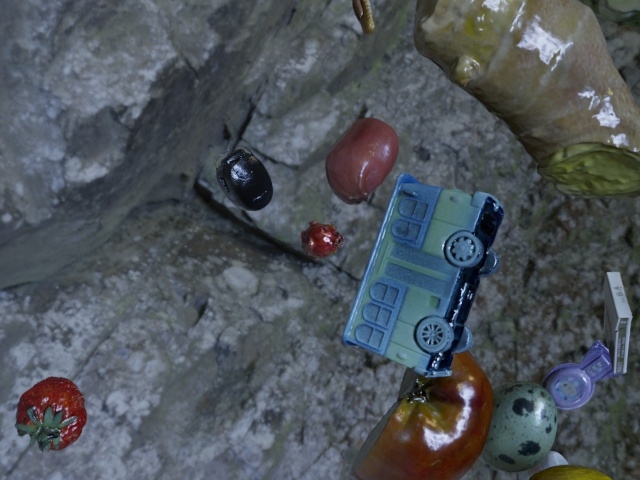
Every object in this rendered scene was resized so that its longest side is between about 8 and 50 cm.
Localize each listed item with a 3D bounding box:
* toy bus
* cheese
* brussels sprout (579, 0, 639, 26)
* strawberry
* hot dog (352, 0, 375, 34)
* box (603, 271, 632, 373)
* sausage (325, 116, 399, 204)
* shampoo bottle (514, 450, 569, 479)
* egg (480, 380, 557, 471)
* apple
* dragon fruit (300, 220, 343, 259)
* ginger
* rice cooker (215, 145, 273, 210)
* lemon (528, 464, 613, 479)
[{"bbox_3d":[0.181,0.060,1.007,0.152,0.190,0.312,20,89,-58],"label":"toy bus"},{"bbox_3d":[0.584,0.316,1.340,0.191,0.105,0.042,-45,173,16],"label":"cheese"},{"bbox_3d":[0.561,-0.503,1.075,0.244,0.244,0.244,-59,178,-3],"label":"brussels sprout"},{"bbox_3d":[-0.492,0.318,1.106,0.131,0.131,0.148,-60,176,22],"label":"strawberry"},{"bbox_3d":[0.093,-0.524,1.334,0.044,0.028,0.137,-33,-114,55],"label":"hot dog"},{"bbox_3d":[0.577,0.163,1.153,0.198,0.029,0.109,65,25,-43],"label":"box"},{"bbox_3d":[0.091,-0.181,1.278,0.148,0.148,0.254,-60,176,35],"label":"sausage"},{"bbox_3d":[0.498,0.574,1.392,0.192,0.074,0.074,-48,-177,24],"label":"shampoo bottle"},{"bbox_3d":[0.423,0.398,1.282,0.228,0.177,0.177,-65,175,37],"label":"egg"},{"bbox_3d":[0.194,0.347,1.178,0.365,0.295,0.328,96,-11,-68],"label":"apple"},{"bbox_3d":[0.000,0.000,1.995,0.133,0.166,0.136,-3,93,-46],"label":"dragon fruit"},{"bbox_3d":[0.235,-0.164,0.614,0.190,0.354,0.126,-51,-162,-26],"label":"ginger"},{"bbox_3d":[-0.233,-0.182,1.780,0.142,0.203,0.118,-38,-163,-27],"label":"rice cooker"},{"bbox_3d":[0.470,0.535,1.086,0.253,0.228,0.228,-79,-166,-48],"label":"lemon"}]
